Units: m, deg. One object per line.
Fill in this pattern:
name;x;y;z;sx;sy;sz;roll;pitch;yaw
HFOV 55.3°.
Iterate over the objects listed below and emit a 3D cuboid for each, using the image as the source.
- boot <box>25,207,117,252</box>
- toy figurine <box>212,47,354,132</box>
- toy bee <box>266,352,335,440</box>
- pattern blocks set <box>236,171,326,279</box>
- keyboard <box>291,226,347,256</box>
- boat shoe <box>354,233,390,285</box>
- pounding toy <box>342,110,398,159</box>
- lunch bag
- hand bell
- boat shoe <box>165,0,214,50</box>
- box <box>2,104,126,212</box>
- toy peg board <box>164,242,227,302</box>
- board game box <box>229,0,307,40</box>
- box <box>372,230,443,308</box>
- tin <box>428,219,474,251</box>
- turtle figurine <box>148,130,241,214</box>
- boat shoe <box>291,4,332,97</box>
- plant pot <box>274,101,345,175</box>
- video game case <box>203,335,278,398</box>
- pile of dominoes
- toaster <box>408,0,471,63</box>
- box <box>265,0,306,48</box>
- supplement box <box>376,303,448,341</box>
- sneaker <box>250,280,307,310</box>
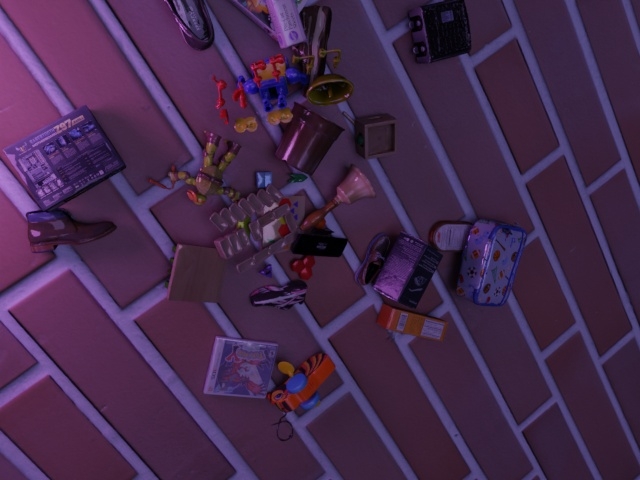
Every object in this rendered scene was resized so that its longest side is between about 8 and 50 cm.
boot;-0.653;-0.043;1.595;0.219;0.082;0.106;-16;110;-16
toy figurine;-0.109;-0.458;1.648;0.362;0.217;0.191;-14;136;4
toy bee;-0.093;0.467;1.915;0.298;0.162;0.195;-25;103;-42
pattern blocks set;-0.117;-0.046;1.837;0.285;0.026;0.325;6;98;-28
keyboard;0.000;0.000;1.879;0.192;0.038;0.100;6;122;-39
boat shoe;0.180;0.066;1.964;0.066;0.066;0.183;26;91;-25
pounding toy;0.151;-0.329;1.862;0.141;0.100;0.130;-13;120;-17
lunch bag;0.593;0.073;2.091;0.243;0.115;0.304;10;100;-42
hand bell;0.036;-0.110;1.848;0.242;0.126;0.126;-37;113;-5
boat shoe;-0.364;-0.655;1.570;0.112;0.095;0.335;-31;111;-13
box;-0.644;-0.207;1.550;0.232;0.059;0.183;-34;95;-13
toy peg board;-0.364;0.088;1.756;0.160;0.079;0.161;8;99;-39
board game box;-0.104;-0.736;1.681;0.193;0.053;0.305;34;88;-25
box;0.281;0.098;1.959;0.153;0.108;0.207;29;89;-56
tin;0.456;-0.014;2.078;0.189;0.040;0.106;0;97;-22
turtle figurine;-0.319;-0.188;1.695;0.269;0.087;0.217;20;93;-24
boat shoe;-0.034;-0.537;1.748;0.095;0.095;0.258;12;101;10
plant pot;-0.040;-0.286;1.755;0.167;0.167;0.165;25;99;-25
video game case;-0.245;0.394;1.888;0.201;0.023;0.184;11;97;-24
pile of dominoes;-0.192;-0.039;1.776;0.251;0.040;0.196;-32;112;-27
toaster;0.368;-0.641;1.862;0.185;0.110;0.168;-19;109;-17
box;-0.121;-0.680;1.621;0.067;0.063;0.324;-23;109;-14
supplement box;0.311;0.278;2.060;0.233;0.078;0.080;18;91;-25
sneaker;-0.123;0.184;1.869;0.178;0.072;0.077;-9;121;-12
